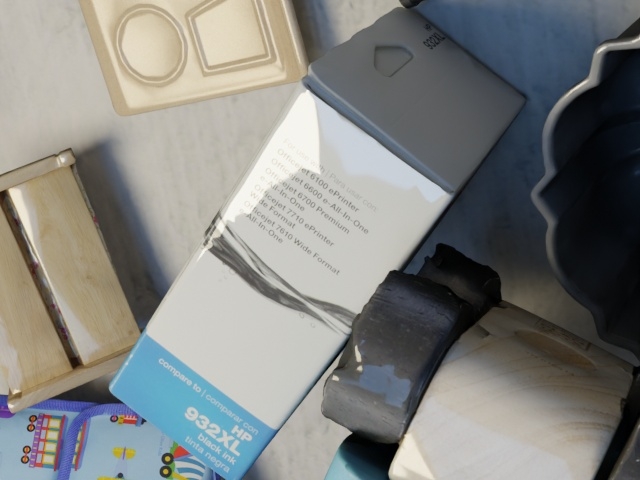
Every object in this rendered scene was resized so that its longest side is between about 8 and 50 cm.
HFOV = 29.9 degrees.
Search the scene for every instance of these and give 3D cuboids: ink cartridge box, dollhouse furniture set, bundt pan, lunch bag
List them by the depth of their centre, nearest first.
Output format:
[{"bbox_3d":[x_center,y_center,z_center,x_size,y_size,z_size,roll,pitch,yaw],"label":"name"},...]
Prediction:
[{"bbox_3d":[0.316,-0.038,0.790,0.330,0.124,0.331,17,131,20],"label":"bundt pan"},{"bbox_3d":[0.000,0.000,0.910,0.129,0.223,0.307,37,121,4],"label":"ink cartridge box"},{"bbox_3d":[-0.305,-0.013,1.101,0.355,0.174,0.303,-21,102,-7],"label":"dollhouse furniture set"},{"bbox_3d":[-0.217,0.272,1.136,0.293,0.138,0.221,1,69,13],"label":"lunch bag"}]

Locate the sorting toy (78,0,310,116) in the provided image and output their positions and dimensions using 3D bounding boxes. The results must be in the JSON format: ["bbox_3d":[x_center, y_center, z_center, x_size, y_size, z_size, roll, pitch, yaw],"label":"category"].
[{"bbox_3d":[-0.115,-0.210,0.983,0.208,0.038,0.193,-6,109,30],"label":"sorting toy"}]

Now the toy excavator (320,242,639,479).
[{"bbox_3d":[0.088,0.246,0.873,0.222,0.433,0.445,27,101,13],"label":"toy excavator"}]

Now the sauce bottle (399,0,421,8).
[{"bbox_3d":[0.114,-0.206,0.879,0.128,0.042,0.042,-22,102,31],"label":"sauce bottle"}]
